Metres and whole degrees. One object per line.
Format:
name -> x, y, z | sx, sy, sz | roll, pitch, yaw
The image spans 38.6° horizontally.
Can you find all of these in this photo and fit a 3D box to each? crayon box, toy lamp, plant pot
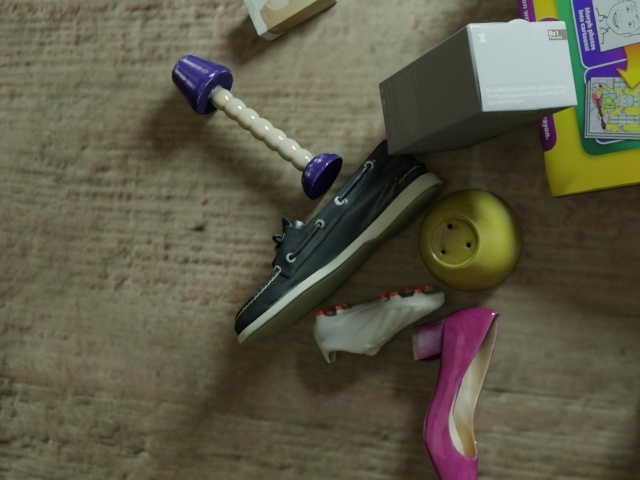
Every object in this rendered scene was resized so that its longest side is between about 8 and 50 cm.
crayon box -> 0.383, -0.248, 0.992 | 0.313, 0.106, 0.363 | -8, 93, 39
toy lamp -> -0.093, -0.165, 1.264 | 0.275, 0.080, 0.080 | 37, 104, 15
plant pot -> 0.177, 0.001, 1.144 | 0.134, 0.095, 0.134 | 1, 92, 23

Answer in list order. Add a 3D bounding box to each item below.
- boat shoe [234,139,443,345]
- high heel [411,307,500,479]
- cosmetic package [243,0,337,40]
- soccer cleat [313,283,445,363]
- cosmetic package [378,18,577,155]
boat shoe -> -0.001, -0.001, 1.202 | 0.340, 0.127, 0.113 | -43, 75, 16
high heel -> 0.192, 0.209, 1.151 | 0.117, 0.082, 0.244 | -17, 71, 32
cosmetic package -> -0.041, -0.330, 1.257 | 0.115, 0.041, 0.060 | -28, 80, 21
soccer cleat -> 0.080, 0.110, 1.205 | 0.196, 0.068, 0.076 | -18, 87, 29
cosmetic package -> 0.173, -0.171, 1.058 | 0.127, 0.238, 0.107 | -7, 89, -19
